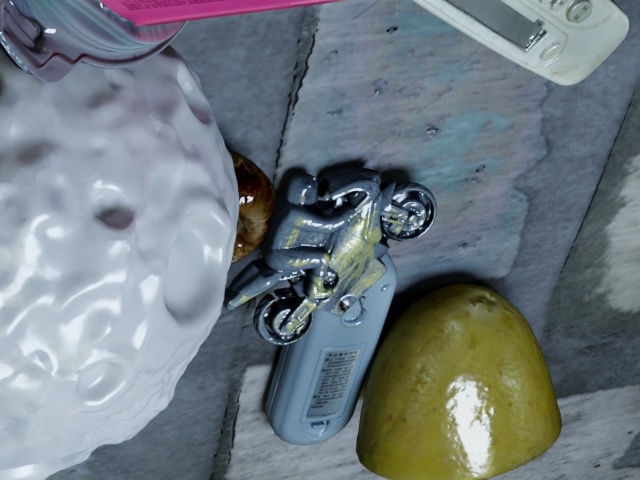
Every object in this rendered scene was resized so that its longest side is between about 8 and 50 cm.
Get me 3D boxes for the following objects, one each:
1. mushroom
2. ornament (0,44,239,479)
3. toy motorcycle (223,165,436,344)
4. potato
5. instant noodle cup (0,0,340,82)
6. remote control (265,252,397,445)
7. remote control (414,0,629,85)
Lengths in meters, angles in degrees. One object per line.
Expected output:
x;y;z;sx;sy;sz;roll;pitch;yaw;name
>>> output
-0.101;-0.011;1.365;0.135;0.080;0.170;-9;135;-8;mushroom
-0.221;-0.020;1.087;0.337;0.337;0.337;-16;139;-14;ornament
0.000;0.000;1.439;0.193;0.061;0.124;-40;119;4;toy motorcycle
0.129;0.116;1.589;0.204;0.178;0.158;-8;112;-16;potato
-0.048;-0.221;0.932;0.182;0.302;0.258;3;161;26;instant noodle cup
0.010;0.099;1.571;0.087;0.047;0.244;-4;133;-22;remote control
0.150;-0.193;1.335;0.090;0.049;0.230;-45;138;20;remote control
